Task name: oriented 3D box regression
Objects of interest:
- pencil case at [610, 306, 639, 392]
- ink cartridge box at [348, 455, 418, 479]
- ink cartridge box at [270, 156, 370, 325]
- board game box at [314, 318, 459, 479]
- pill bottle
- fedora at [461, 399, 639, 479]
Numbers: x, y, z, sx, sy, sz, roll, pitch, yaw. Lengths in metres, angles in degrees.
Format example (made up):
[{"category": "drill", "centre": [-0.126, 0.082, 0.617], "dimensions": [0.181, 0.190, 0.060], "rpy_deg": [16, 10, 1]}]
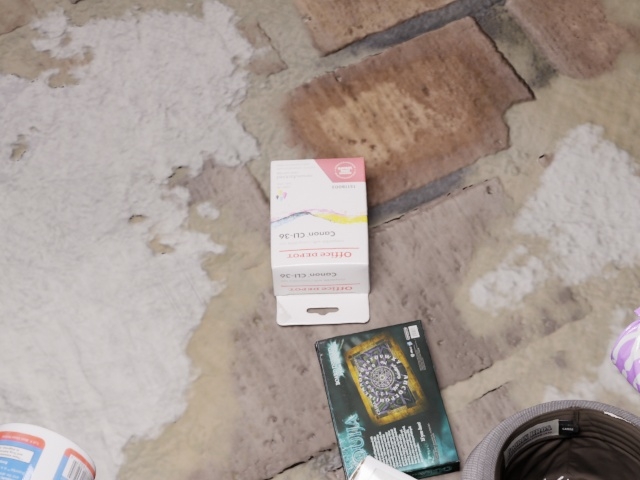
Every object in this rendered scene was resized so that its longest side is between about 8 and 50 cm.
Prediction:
[{"category": "pencil case", "centre": [0.405, 0.166, 1.734], "dimensions": [0.086, 0.088, 0.206], "rpy_deg": [-33, 58, -21]}, {"category": "ink cartridge box", "centre": [0.173, 0.344, 1.490], "dimensions": [0.307, 0.304, 0.072], "rpy_deg": [26, 64, 21]}, {"category": "ink cartridge box", "centre": [0.000, 0.000, 1.889], "dimensions": [0.115, 0.067, 0.198], "rpy_deg": [-3, 55, 1]}, {"category": "board game box", "centre": [0.072, 0.181, 1.782], "dimensions": [0.126, 0.026, 0.186], "rpy_deg": [-11, 55, -3]}, {"category": "pill bottle", "centre": [-0.324, 0.310, 1.657], "dimensions": [0.124, 0.124, 0.222], "rpy_deg": [12, 56, 12]}, {"category": "fedora", "centre": [0.262, 0.290, 1.622], "dimensions": [0.243, 0.124, 0.275], "rpy_deg": [-4, 38, -4]}]
